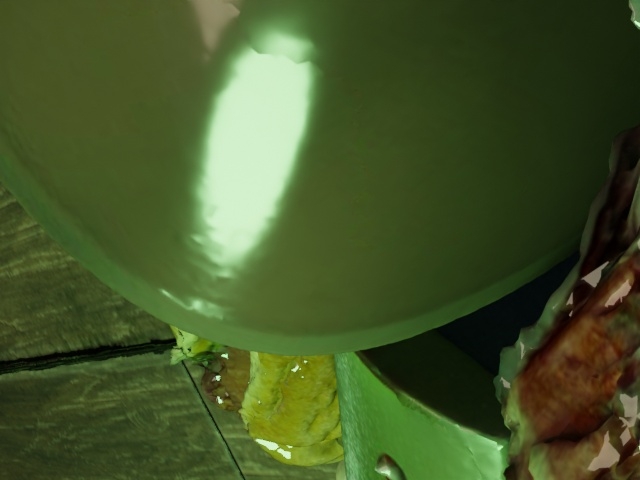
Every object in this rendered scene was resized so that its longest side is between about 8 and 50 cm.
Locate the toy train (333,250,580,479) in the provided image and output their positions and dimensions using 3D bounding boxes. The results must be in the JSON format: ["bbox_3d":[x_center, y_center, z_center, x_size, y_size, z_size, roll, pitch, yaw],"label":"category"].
[{"bbox_3d":[0.108,0.102,0.878,0.131,0.202,0.300,41,150,39],"label":"toy train"}]

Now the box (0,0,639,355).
[{"bbox_3d":[0.013,-0.135,0.701,0.301,0.301,0.216,51,150,20],"label":"box"}]

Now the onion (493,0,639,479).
[{"bbox_3d":[0.188,-0.043,0.508,0.349,0.159,0.267,-57,31,38],"label":"onion"}]

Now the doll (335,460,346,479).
[{"bbox_3d":[0.091,0.209,1.161,0.278,0.119,0.154,47,154,49],"label":"doll"}]

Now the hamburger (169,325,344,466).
[{"bbox_3d":[0.000,0.000,1.032,0.282,0.245,0.155,-47,61,19],"label":"hamburger"}]
